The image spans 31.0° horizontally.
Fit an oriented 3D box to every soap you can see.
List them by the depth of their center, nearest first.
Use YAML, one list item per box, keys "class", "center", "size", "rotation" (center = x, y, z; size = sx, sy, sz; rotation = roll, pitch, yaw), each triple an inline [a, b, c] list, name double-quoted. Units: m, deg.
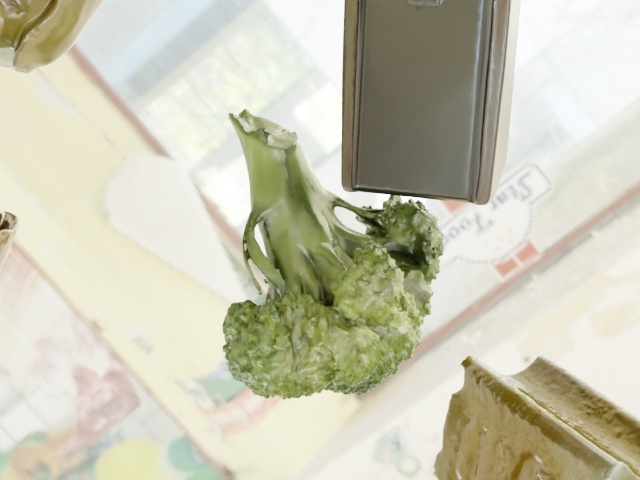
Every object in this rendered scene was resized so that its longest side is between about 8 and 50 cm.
- class: "soap"
  center: [0.241, 0.282, 1.200]
  size: [0.143, 0.259, 0.281]
  rotation: [3, -168, -25]

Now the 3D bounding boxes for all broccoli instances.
- class: "broccoli"
  center: [0.028, 0.020, 1.210]
  size: [0.186, 0.254, 0.302]
  rotation: [-1, -99, 63]

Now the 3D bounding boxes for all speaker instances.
- class: "speaker"
  center: [0.111, -0.166, 1.139]
  size: [0.153, 0.231, 0.192]
  rotation: [6, -160, 11]

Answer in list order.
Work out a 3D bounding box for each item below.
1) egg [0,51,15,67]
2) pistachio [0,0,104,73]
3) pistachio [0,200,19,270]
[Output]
- class: "egg"
  center: [-0.416, -0.306, 1.542]
  size: [0.149, 0.149, 0.192]
  rotation: [-40, 160, 1]
- class: "pistachio"
  center: [-0.267, -0.306, 1.146]
  size: [0.288, 0.166, 0.197]
  rotation: [-59, -169, -12]
- class: "pistachio"
  center: [-0.375, 0.024, 0.993]
  size: [0.293, 0.162, 0.181]
  rotation: [-37, -174, 37]
